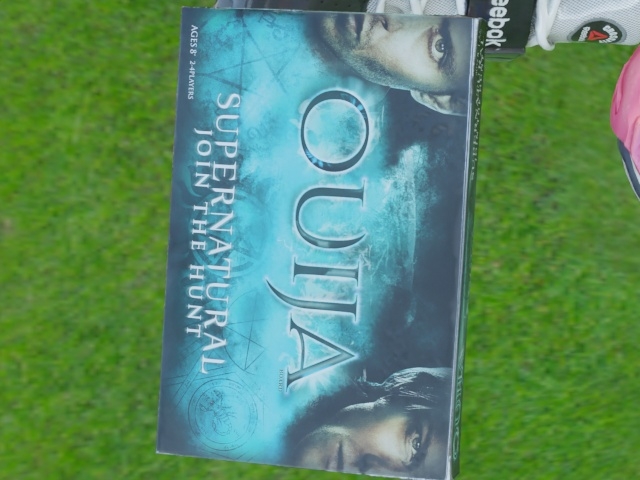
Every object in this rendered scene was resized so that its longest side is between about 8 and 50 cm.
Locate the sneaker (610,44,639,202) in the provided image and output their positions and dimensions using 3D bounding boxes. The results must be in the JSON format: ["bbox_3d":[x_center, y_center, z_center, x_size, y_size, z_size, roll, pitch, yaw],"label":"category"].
[{"bbox_3d":[0.212,0.019,0.515,0.121,0.299,0.112,-65,18,-4],"label":"sneaker"}]

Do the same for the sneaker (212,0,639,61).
[{"bbox_3d":[0.100,-0.151,0.877,0.330,0.122,0.146,-30,70,-10],"label":"sneaker"}]

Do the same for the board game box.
[{"bbox_3d":[0.000,0.000,0.673,0.126,0.026,0.186,4,93,15],"label":"board game box"}]
